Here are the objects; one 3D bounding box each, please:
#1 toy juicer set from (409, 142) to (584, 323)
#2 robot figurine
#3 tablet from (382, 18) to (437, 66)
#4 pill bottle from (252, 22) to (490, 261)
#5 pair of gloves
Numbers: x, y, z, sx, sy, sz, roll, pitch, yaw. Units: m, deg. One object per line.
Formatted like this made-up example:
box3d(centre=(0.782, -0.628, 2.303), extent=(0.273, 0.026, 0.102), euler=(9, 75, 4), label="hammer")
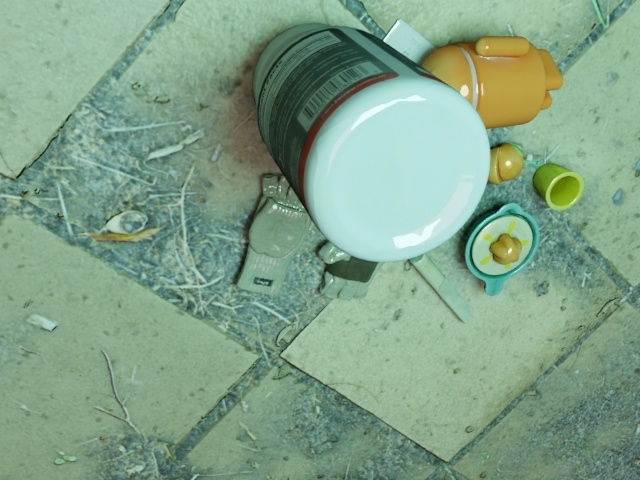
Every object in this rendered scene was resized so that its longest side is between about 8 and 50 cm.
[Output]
box3d(centre=(0.269, -0.006, 1.262), extent=(0.209, 0.089, 0.329), euler=(24, 109, -28), label="toy juicer set")
box3d(centre=(0.234, -0.222, 1.109), extent=(0.219, 0.158, 0.128), euler=(-8, 98, -15), label="robot figurine")
box3d(centre=(0.127, -0.277, 1.114), extent=(0.083, 0.006, 0.054), euler=(30, 106, -29), label="tablet")
box3d(centre=(0.038, -0.144, 0.946), extent=(0.210, 0.363, 0.210), euler=(-8, 119, -14), label="pill bottle")
box3d(centre=(0.000, 0.000, 1.206), extent=(0.240, 0.042, 0.204), euler=(6, 119, -19), label="pair of gloves")
